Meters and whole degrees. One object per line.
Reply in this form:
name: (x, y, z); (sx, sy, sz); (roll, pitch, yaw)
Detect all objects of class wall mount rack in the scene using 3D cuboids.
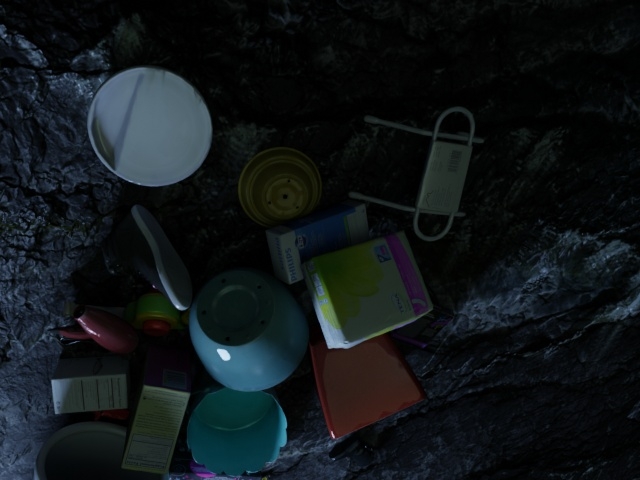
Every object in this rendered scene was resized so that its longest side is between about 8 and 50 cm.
wall mount rack: (0.250, -0.184, 1.661); (0.304, 0.130, 0.350); (6, 107, -18)

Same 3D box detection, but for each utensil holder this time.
utensil holder: (-0.611, 0.724, 1.663); (0.327, 0.327, 0.385); (20, 109, -18)

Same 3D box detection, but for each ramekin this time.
ramekin: (-0.387, -0.269, 1.487); (0.272, 0.127, 0.273); (-4, 110, -11)

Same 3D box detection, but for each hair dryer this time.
hair dryer: (-0.554, 0.233, 1.561); (0.223, 0.080, 0.293); (9, 148, -14)

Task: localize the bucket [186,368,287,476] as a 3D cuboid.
bucket: (-0.231, 0.467, 1.744); (0.281, 0.183, 0.281); (-4, 109, -11)

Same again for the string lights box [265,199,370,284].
string lights box: (0.000, 0.000, 1.641); (0.259, 0.076, 0.133); (-21, 113, -28)

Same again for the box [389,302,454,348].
box: (0.283, 0.235, 1.824); (0.116, 0.029, 0.162); (21, 130, -18)

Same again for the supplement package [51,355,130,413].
supplement package: (-0.589, 0.370, 1.675); (0.179, 0.105, 0.105); (-2, 109, -12)

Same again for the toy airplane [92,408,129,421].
toy airplane: (-0.603, 0.474, 1.749); (0.151, 0.028, 0.151); (-4, 110, -12)

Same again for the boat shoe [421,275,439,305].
boat shoe: (0.259, 0.136, 1.794); (0.084, 0.079, 0.233); (-39, 113, 1)

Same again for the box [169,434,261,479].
box: (-0.304, 0.652, 1.803); (0.247, 0.163, 0.142); (9, 110, -15)

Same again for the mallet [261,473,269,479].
mallet: (-0.244, 0.738, 1.917); (0.189, 0.039, 0.062); (-9, 111, -13)

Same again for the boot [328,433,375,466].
boot: (0.098, 0.648, 1.954); (0.121, 0.045, 0.099); (-35, 115, 1)

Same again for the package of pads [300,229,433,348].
package of pads: (0.117, 0.122, 1.593); (0.296, 0.101, 0.229); (-15, 82, -30)

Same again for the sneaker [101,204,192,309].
sneaker: (-0.422, 0.070, 1.558); (0.147, 0.104, 0.296); (-37, 70, 12)

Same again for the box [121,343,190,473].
box: (-0.421, 0.431, 1.673); (0.117, 0.213, 0.243); (15, 105, -16)

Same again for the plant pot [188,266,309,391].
plant pot: (-0.183, 0.195, 1.560); (0.293, 0.235, 0.293); (-2, 66, 3)

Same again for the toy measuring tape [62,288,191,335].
toy measuring tape: (-0.471, 0.172, 1.623); (0.330, 0.121, 0.121); (8, 107, -14)

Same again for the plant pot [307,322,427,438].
plant pot: (0.091, 0.327, 1.737); (0.267, 0.267, 0.236); (-24, 101, -4)

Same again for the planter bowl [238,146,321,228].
planter bowl: (-0.094, -0.119, 1.622); (0.217, 0.090, 0.217); (-4, 110, -11)
